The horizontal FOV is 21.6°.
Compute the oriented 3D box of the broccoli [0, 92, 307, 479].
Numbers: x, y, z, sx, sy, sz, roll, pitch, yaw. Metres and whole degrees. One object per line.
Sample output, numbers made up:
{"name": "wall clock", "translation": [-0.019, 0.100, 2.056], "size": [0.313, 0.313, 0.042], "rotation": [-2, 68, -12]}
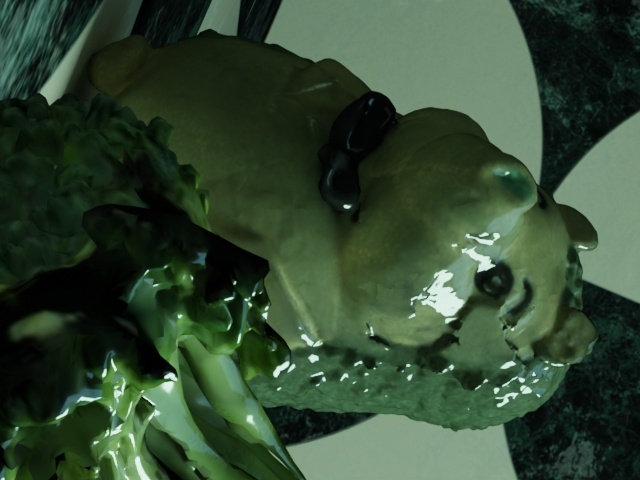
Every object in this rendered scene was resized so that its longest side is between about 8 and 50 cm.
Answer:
{"name": "broccoli", "translation": [-0.082, 0.088, 0.614], "size": [0.247, 0.243, 0.263], "rotation": [-28, -143, 42]}

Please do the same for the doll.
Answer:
{"name": "doll", "translation": [0.000, 0.000, 1.045], "size": [0.247, 0.350, 0.247], "rotation": [22, 90, -89]}
